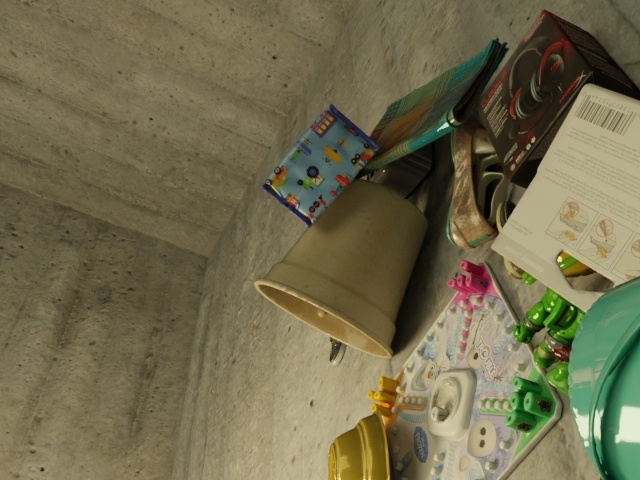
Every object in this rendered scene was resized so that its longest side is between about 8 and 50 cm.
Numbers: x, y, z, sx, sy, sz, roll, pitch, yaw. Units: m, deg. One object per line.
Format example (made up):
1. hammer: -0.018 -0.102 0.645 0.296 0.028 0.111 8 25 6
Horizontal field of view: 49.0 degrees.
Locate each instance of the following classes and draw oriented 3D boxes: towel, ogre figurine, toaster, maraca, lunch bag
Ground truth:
1. towel: 0.211 -0.269 1.498 0.370 0.040 0.271 -22 29 54
2. ogre figurine: 0.340 0.135 0.957 0.197 0.097 0.118 -83 9 -68
3. toaster: 0.194 -0.191 1.718 0.168 0.110 0.185 -51 25 45
4. maraca: 0.363 0.007 1.021 0.127 0.099 0.186 -43 -1 -35
5. lunch bag: -0.005 -0.159 1.545 0.221 0.138 0.293 -49 4 3

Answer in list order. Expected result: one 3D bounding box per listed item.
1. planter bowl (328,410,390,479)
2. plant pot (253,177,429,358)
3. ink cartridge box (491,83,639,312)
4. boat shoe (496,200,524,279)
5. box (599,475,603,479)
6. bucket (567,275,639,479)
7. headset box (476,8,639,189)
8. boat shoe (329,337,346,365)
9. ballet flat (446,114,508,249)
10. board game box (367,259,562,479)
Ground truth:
1. planter bowl: 0.063 0.427 1.302 0.217 0.091 0.217 -179 90 -84
2. plant pot: 0.072 0.044 1.532 0.305 0.334 0.334 -62 16 -13
3. ink cartridge box: 0.392 -0.031 0.880 0.296 0.066 0.261 43 110 49
4. boat shoe: 0.338 -0.007 1.197 0.049 0.056 0.152 -41 41 45
5. box: 0.348 0.337 0.807 0.137 0.027 0.094 -71 17 -6
6. bucket: 0.370 0.131 0.610 0.183 0.281 0.281 138 149 -66
7. headset box: 0.391 -0.243 1.208 0.218 0.110 0.293 -58 21 33
8. boat shoe: 0.044 0.242 1.767 0.049 0.040 0.142 -15 55 68
9. ballet flat: 0.314 -0.128 1.358 0.106 0.108 0.315 -18 55 42
10. board game box: 0.216 0.279 1.219 0.390 0.050 0.390 -60 20 26
